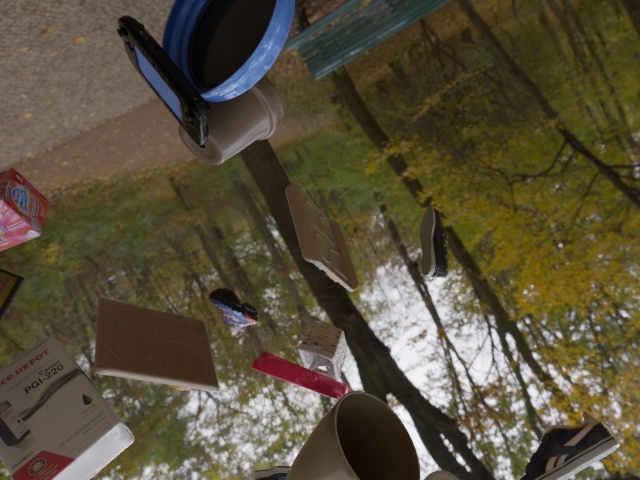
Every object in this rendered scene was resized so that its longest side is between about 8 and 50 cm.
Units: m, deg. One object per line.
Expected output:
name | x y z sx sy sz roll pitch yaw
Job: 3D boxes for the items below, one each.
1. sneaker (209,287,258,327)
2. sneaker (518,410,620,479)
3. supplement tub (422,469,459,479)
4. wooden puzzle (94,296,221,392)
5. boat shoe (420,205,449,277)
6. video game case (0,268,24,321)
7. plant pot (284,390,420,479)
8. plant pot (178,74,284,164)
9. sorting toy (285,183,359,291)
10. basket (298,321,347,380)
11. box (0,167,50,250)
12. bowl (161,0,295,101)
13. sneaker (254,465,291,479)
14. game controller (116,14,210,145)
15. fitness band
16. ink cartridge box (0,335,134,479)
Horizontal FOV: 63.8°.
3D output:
sneaker | -0.294 0.234 1.694 0.087 0.221 0.083 -32 -136 13
sneaker | 0.671 0.615 1.469 0.321 0.126 0.128 -34 -128 4
supplement tub | 0.186 0.421 0.831 0.071 0.071 0.107 -32 152 -29
wooden puzzle | -0.456 0.298 1.410 0.081 0.321 0.348 -62 -149 13
boat shoe | 0.344 0.006 1.535 0.068 0.228 0.081 12 153 -13
video game case | -0.599 0.102 0.724 0.035 0.248 0.275 -48 -152 27
plant pot | 0.046 0.536 1.201 0.274 0.256 0.256 -46 179 27
plant pot | -0.265 -0.337 1.432 0.263 0.263 0.229 -16 -144 55
sorting toy | 0.000 0.000 1.091 0.038 0.193 0.208 -28 147 18
basket | 0.013 0.330 1.538 0.113 0.167 0.103 13 -124 18
box | -0.792 -0.050 1.203 0.256 0.128 0.123 -20 -133 7
bowl | -0.223 -0.514 1.224 0.390 0.392 0.077 -23 155 29
sneaker | -0.114 0.727 1.451 0.226 0.086 0.164 -37 -136 44
game controller | -0.362 -0.365 1.190 0.067 0.319 0.166 -34 168 -28
fitness band | -0.046 0.352 1.320 0.208 0.290 0.054 7 -109 46
ink cartridge box | -0.435 0.286 0.827 0.158 0.217 0.092 -39 151 -28
